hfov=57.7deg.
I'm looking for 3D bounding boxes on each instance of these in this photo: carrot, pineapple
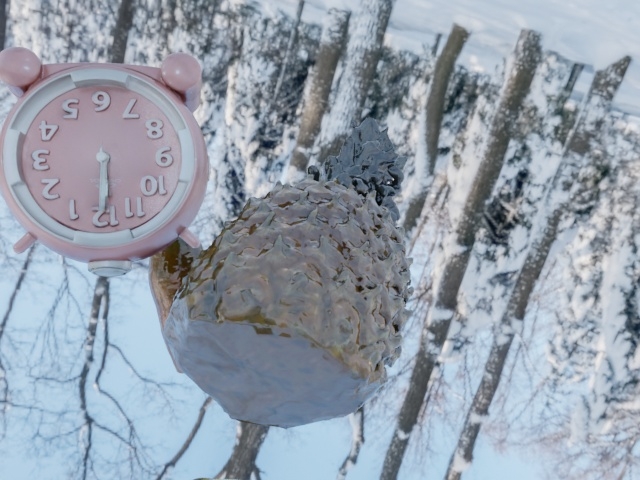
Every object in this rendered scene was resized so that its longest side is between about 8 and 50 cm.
[{"bbox_3d":[-0.194,0.089,0.818,0.087,0.194,0.087,-6,-176,0],"label":"carrot"},{"bbox_3d":[0.000,0.000,0.574,0.201,0.202,0.362,17,-135,4],"label":"pineapple"}]

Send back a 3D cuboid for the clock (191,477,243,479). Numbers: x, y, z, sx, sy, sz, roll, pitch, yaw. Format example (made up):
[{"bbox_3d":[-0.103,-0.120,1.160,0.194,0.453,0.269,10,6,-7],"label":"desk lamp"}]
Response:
[{"bbox_3d":[-0.214,0.614,1.126,0.348,0.286,0.117,-14,142,44],"label":"clock"}]

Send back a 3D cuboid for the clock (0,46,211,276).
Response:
[{"bbox_3d":[-0.241,-0.079,0.669,0.227,0.242,0.142,-3,171,-12],"label":"clock"}]
